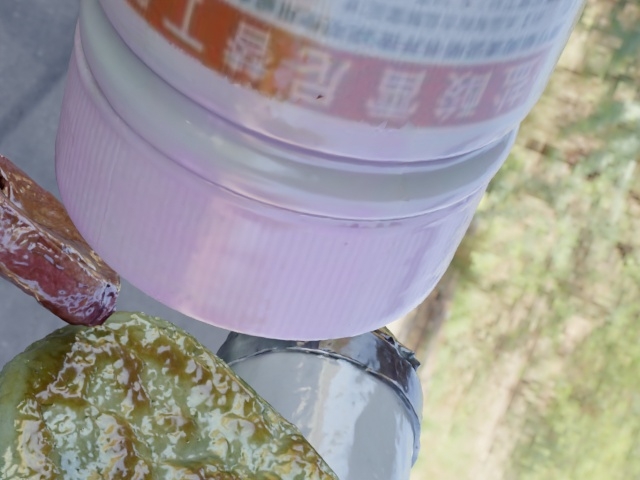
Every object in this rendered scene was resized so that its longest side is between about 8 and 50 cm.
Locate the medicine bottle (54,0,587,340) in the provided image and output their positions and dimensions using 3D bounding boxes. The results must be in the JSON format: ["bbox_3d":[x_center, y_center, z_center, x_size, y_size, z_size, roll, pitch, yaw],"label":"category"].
[{"bbox_3d":[0.013,-0.131,0.556,0.202,0.202,0.316,-53,167,-48],"label":"medicine bottle"}]

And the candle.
[{"bbox_3d":[-0.023,0.231,1.262,0.343,0.221,0.221,-78,179,-49],"label":"candle"}]

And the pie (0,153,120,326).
[{"bbox_3d":[-0.207,-0.010,0.933,0.049,0.182,0.182,-47,167,2],"label":"pie"}]

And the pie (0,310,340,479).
[{"bbox_3d":[-0.102,0.173,0.975,0.067,0.302,0.302,-47,180,35],"label":"pie"}]
